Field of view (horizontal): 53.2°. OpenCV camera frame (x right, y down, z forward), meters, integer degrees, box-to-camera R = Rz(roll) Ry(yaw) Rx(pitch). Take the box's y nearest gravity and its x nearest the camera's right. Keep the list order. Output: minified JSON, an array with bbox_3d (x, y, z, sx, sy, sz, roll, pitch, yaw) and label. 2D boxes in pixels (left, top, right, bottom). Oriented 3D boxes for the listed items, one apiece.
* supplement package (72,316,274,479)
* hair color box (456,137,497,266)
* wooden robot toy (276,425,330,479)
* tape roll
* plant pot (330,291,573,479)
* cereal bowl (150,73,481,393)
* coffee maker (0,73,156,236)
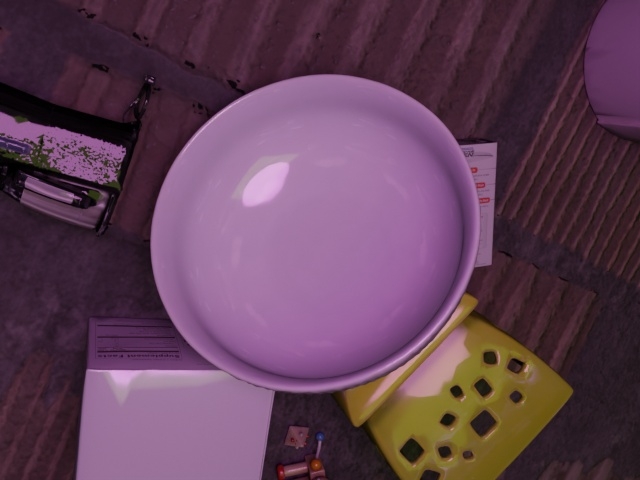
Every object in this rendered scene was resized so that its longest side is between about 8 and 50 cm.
[{"bbox_3d":[-0.180,0.240,0.751,0.204,0.145,0.262,5,103,-21],"label":"supplement package"},{"bbox_3d":[0.179,-0.048,0.848,0.093,0.053,0.167,-6,108,-16],"label":"hair color box"},{"bbox_3d":[-0.013,0.343,0.874,0.076,0.079,0.173,-13,108,-16],"label":"wooden robot toy"},{"bbox_3d":[0.505,-0.243,0.846,0.246,0.169,0.246,-5,106,-19],"label":"tape roll"},{"bbox_3d":[0.125,0.163,0.800,0.227,0.228,0.207,-45,108,-3],"label":"plant pot"},{"bbox_3d":[0.000,0.000,0.699,0.338,0.141,0.339,-3,73,11],"label":"cereal bowl"},{"bbox_3d":[-0.284,-0.108,0.647,0.178,0.120,0.171,19,75,-24],"label":"coffee maker"}]
